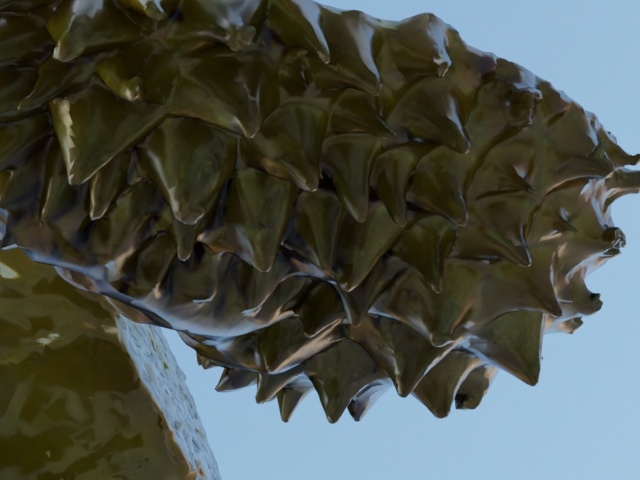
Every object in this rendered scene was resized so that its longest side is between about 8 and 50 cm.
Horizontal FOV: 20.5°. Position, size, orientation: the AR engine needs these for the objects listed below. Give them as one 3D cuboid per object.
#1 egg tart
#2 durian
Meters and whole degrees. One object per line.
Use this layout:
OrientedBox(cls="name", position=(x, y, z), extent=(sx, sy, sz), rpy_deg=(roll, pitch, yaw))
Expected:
OrientedBox(cls="egg tart", position=(-0.152, 0.079, 0.865), extent=(0.169, 0.388, 0.388), rpy_deg=(-26, -57, -4))
OrientedBox(cls="durian", position=(0.000, -0.001, 0.594), extent=(0.341, 0.191, 0.112), rpy_deg=(35, -117, -62))
